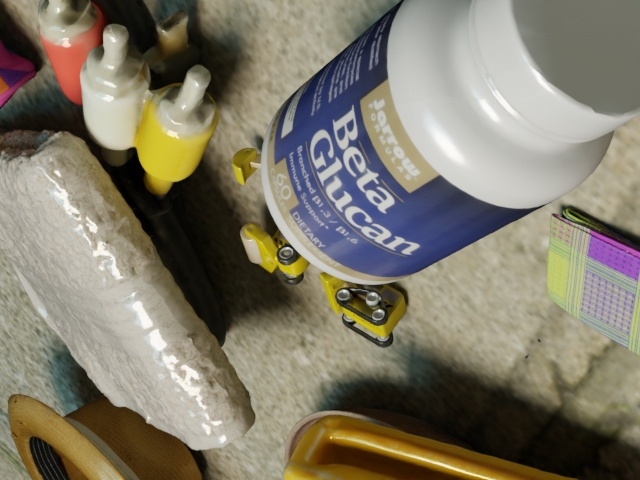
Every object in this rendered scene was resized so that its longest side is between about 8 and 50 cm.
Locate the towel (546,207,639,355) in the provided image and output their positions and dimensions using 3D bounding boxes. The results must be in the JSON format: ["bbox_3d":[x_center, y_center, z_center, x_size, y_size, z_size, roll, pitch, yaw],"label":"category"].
[{"bbox_3d":[0.133,0.024,0.590,0.083,0.009,0.060,28,143,30],"label":"towel"}]

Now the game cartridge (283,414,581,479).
[{"bbox_3d":[0.136,0.243,0.725,0.285,0.053,0.324,13,137,24],"label":"game cartridge"}]

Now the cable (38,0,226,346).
[{"bbox_3d":[-0.108,-0.034,0.758,0.139,0.072,0.287,39,147,21],"label":"cable"}]

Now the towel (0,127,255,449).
[{"bbox_3d":[-0.142,0.018,0.814,0.187,0.049,0.282,58,162,-16],"label":"towel"}]

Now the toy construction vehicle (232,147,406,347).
[{"bbox_3d":[0.000,0.000,0.708,0.098,0.035,0.086,28,153,33],"label":"toy construction vehicle"}]

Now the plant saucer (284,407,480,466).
[{"bbox_3d":[0.065,0.166,0.792,0.198,0.036,0.198,31,144,27],"label":"plant saucer"}]

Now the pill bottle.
[{"bbox_3d":[0.052,-0.048,0.532,0.094,0.094,0.169,51,147,-4],"label":"pill bottle"}]

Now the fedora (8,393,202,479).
[{"bbox_3d":[-0.144,0.168,1.004,0.194,0.079,0.194,38,150,27],"label":"fedora"}]

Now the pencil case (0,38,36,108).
[{"bbox_3d":[-0.264,-0.162,0.792,0.104,0.104,0.236,-17,108,55],"label":"pencil case"}]
